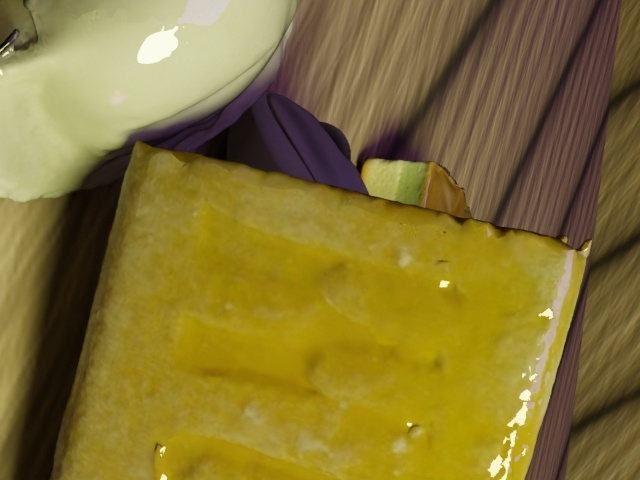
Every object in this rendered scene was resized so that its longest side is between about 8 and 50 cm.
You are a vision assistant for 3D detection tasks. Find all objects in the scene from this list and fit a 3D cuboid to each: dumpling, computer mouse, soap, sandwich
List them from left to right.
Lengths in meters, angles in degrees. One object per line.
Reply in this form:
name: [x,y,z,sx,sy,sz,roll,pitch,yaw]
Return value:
dumpling: [-0.119,-0.136,0.544,0.227,0.243,0.175,79,-9,-62]
soap: [-0.013,0.119,0.526,0.156,0.294,0.335,-11,117,-83]
computer mouse: [0.000,0.000,0.713,0.184,0.121,0.296,34,50,-58]
sandwich: [0.118,0.012,1.011,0.220,0.108,0.186,29,71,-62]
